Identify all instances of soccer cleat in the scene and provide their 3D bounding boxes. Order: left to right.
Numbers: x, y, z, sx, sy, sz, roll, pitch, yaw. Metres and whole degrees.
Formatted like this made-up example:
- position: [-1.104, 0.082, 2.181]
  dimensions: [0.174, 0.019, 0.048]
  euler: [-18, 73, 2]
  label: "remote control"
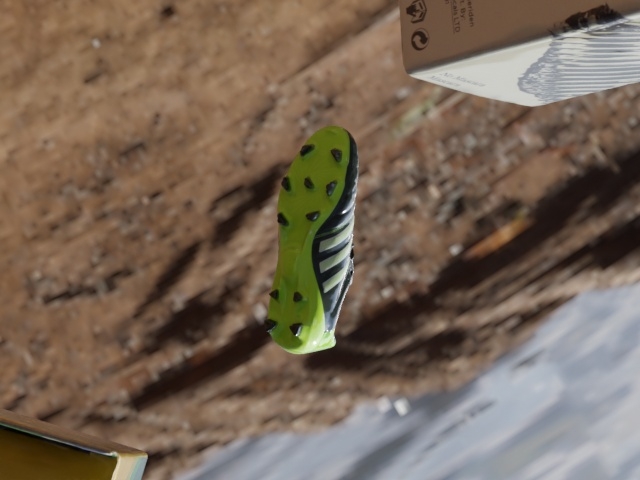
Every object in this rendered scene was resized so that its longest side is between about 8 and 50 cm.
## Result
- position: [0.000, 0.000, 1.443]
  dimensions: [0.072, 0.060, 0.179]
  euler: [8, 94, -58]
  label: "soccer cleat"

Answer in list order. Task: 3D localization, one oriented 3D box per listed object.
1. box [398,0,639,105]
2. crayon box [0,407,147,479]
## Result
- position: [0.170, -0.135, 0.818]
  dimensions: [0.275, 0.094, 0.113]
  euler: [-11, 168, 42]
  label: "box"
- position: [-0.227, 0.145, 1.191]
  dimensions: [0.203, 0.083, 0.323]
  euler: [16, 173, 0]
  label: "crayon box"
